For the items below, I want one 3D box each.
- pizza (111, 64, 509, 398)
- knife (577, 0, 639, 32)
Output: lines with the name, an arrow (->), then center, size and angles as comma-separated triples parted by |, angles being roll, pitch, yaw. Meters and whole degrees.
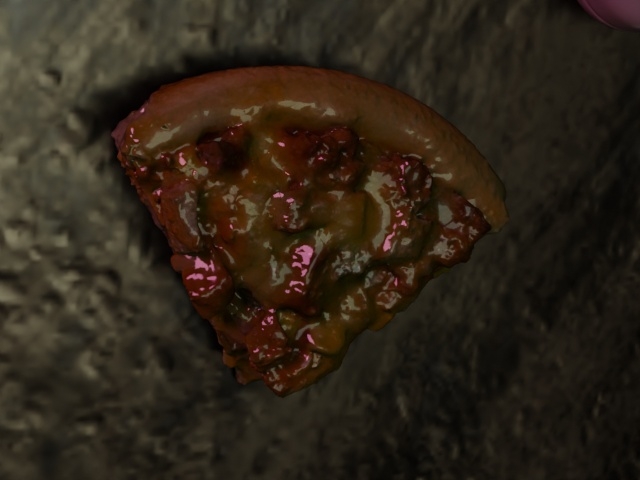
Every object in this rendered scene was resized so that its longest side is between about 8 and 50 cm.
pizza -> 0.000, 0.000, 0.591 | 0.175, 0.046, 0.134 | 0, 106, -26
knife -> 0.233, -0.196, 0.657 | 0.336, 0.043, 0.081 | -35, 109, -19
